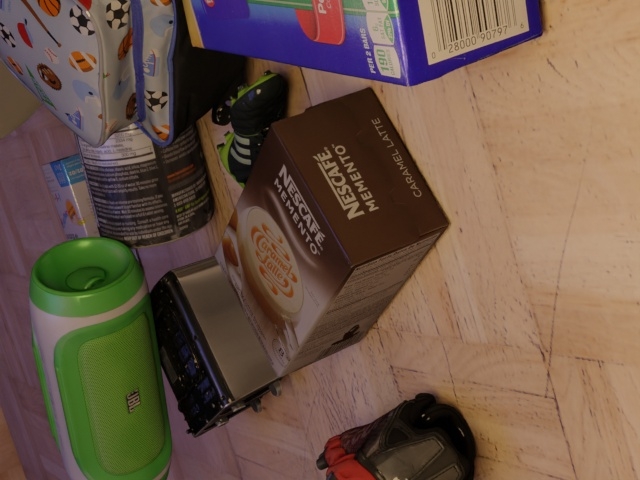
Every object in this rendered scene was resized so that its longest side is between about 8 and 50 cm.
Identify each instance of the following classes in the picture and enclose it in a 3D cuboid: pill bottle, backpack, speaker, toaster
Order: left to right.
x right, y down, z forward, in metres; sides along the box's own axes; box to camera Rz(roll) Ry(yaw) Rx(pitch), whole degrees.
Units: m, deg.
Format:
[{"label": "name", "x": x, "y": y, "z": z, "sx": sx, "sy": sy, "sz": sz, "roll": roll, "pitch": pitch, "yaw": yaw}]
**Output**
[{"label": "backpack", "x": -0.201, "y": -0.235, "z": 1.173, "sx": 0.263, "sy": 0.213, "sz": 0.276, "roll": 45, "pitch": 147, "yaw": 23}, {"label": "speaker", "x": -0.236, "y": 0.147, "z": 1.406, "sx": 0.131, "sy": 0.131, "sz": 0.297, "roll": 40, "pitch": 143, "yaw": 46}, {"label": "pill bottle", "x": -0.199, "y": -0.126, "z": 1.378, "sx": 0.130, "sy": 0.130, "sz": 0.246, "roll": 25, "pitch": 130, "yaw": 56}, {"label": "toaster", "x": -0.118, "y": 0.107, "z": 1.419, "sx": 0.186, "sy": 0.110, "sz": 0.168, "roll": 63, "pitch": 154, "yaw": 12}]

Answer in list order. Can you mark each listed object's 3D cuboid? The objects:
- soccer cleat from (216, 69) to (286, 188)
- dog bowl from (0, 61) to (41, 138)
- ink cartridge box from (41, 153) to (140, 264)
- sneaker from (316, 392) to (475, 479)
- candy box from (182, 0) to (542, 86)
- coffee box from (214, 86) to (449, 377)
[{"label": "soccer cleat", "x": -0.053, "y": -0.097, "z": 1.204, "sx": 0.072, "sy": 0.060, "sz": 0.179, "roll": 53, "pitch": 159, "yaw": 10}, {"label": "dog bowl", "x": -0.485, "y": -0.232, "z": 1.709, "sx": 0.104, "sy": 0.265, "sz": 0.265, "roll": 54, "pitch": 151, "yaw": 24}, {"label": "ink cartridge box", "x": -0.310, "y": -0.028, "z": 1.754, "sx": 0.104, "sy": 0.061, "sz": 0.181, "roll": -3, "pitch": 107, "yaw": 64}, {"label": "sneaker", "x": 0.070, "y": 0.197, "z": 1.136, "sx": 0.098, "sy": 0.135, "sz": 0.276, "roll": 55, "pitch": 177, "yaw": 2}, {"label": "candy box", "x": -0.004, "y": -0.264, "z": 0.893, "sx": 0.317, "sy": 0.122, "sz": 0.268, "roll": 24, "pitch": 130, "yaw": 58}, {"label": "coffee box", "x": 0.000, "y": 0.000, "z": 1.114, "sx": 0.141, "sy": 0.098, "sz": 0.246, "roll": 60, "pitch": 154, "yaw": 17}]
